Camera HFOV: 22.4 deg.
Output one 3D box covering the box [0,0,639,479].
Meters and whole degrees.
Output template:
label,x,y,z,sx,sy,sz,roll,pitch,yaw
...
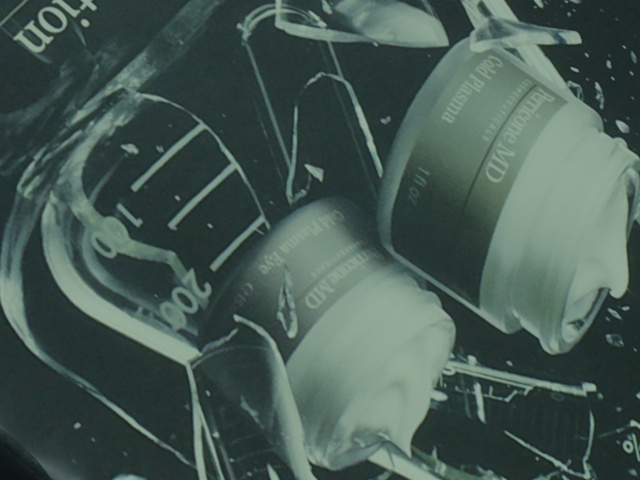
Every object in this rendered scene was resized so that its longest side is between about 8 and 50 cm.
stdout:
label,x,y,z,sx,sy,sz,roll,pitch,yaw
box,0.000,0.000,0.601,0.312,0.179,0.343,41,58,-7
